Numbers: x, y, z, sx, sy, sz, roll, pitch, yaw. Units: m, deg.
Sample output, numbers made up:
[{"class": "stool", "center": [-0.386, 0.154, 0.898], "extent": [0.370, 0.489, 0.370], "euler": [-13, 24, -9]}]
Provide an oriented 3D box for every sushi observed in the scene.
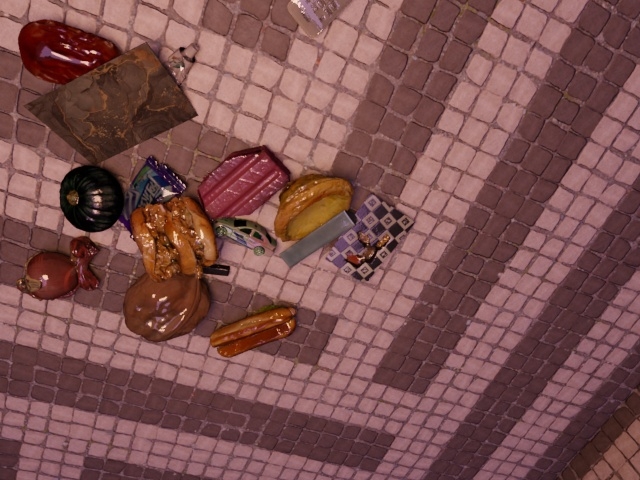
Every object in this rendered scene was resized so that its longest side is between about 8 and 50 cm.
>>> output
[{"class": "sushi", "center": [0.164, -0.004, 1.399], "extent": [0.193, 0.043, 0.279], "euler": [31, 103, -14]}]

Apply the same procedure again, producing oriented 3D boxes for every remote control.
[{"class": "remote control", "center": [0.053, -0.692, 1.083], "extent": [0.313, 0.055, 0.109], "euler": [-43, 117, 9]}]

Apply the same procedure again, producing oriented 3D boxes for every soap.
[{"class": "soap", "center": [-0.253, -0.168, 1.254], "extent": [0.289, 0.112, 0.182], "euler": [-40, 111, 12]}]

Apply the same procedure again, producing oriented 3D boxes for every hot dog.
[{"class": "hot dog", "center": [-0.235, 0.323, 1.484], "extent": [0.338, 0.100, 0.135], "euler": [-22, 122, 6]}]

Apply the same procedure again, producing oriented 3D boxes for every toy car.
[{"class": "toy car", "center": [-0.244, -0.025, 1.327], "extent": [0.224, 0.090, 0.076], "euler": [29, 108, -20]}]

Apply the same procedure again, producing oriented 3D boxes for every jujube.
[{"class": "jujube", "center": [-0.647, -0.480, 1.060], "extent": [0.230, 0.155, 0.155], "euler": [9, 113, -14]}]

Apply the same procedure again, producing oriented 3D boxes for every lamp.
[{"class": "lamp", "center": [-0.846, 0.093, 1.313], "extent": [0.223, 0.151, 0.215], "euler": [-20, 131, -44]}]

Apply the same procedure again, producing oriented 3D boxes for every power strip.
[{"class": "power strip", "center": [-0.368, 0.099, 1.404], "extent": [0.111, 0.038, 0.029], "euler": [7, 112, -10]}]

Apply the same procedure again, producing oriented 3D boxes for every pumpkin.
[{"class": "pumpkin", "center": [-0.679, -0.122, 1.202], "extent": [0.202, 0.140, 0.201], "euler": [3, 98, 23]}]

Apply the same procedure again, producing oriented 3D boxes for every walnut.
[{"class": "walnut", "center": [-0.500, 0.207, 1.338], "extent": [0.274, 0.227, 0.273], "euler": [-3, 109, -7]}]

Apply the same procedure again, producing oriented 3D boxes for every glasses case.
[{"class": "glasses case", "center": [0.000, 0.000, 1.333], "extent": [0.266, 0.105, 0.056], "euler": [-34, 74, 19]}]

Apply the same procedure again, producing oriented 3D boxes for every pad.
[{"class": "pad", "center": [-0.563, -0.360, 1.129], "extent": [0.368, 0.007, 0.247], "euler": [-24, 146, 5]}]

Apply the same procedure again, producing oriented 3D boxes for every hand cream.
[{"class": "hand cream", "center": [-0.434, -0.456, 1.146], "extent": [0.257, 0.050, 0.084], "euler": [-40, 110, 19]}]

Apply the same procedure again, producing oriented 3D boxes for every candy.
[{"class": "candy", "center": [-0.551, -0.125, 1.274], "extent": [0.145, 0.070, 0.275], "euler": [43, 108, -13]}]

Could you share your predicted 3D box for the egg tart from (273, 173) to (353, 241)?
[{"class": "egg tart", "center": [-0.035, -0.113, 1.255], "extent": [0.294, 0.294, 0.123], "euler": [-33, 71, 10]}]

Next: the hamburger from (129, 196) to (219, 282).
[{"class": "hamburger", "center": [-0.435, 0.006, 1.219], "extent": [0.211, 0.245, 0.260], "euler": [-23, 81, -24]}]
